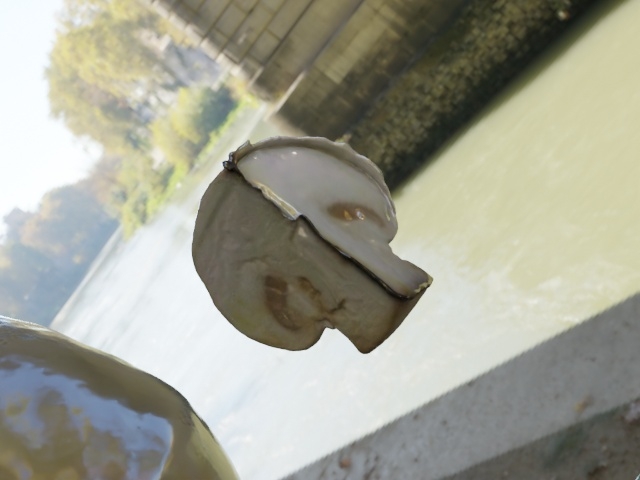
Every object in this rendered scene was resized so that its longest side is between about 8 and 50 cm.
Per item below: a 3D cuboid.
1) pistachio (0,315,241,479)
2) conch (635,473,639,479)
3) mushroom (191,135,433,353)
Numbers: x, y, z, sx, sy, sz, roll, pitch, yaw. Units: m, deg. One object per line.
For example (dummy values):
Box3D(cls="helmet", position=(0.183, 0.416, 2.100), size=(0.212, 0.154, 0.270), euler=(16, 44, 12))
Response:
Box3D(cls="pistachio", position=(-0.145, 0.128, 0.466), size=(0.288, 0.197, 0.166), euler=(15, 73, 40))
Box3D(cls="conch", position=(0.402, 0.310, 0.965), size=(0.200, 0.131, 0.172), euler=(-50, 19, -2))
Box3D(cls="mushroom", position=(-0.011, 0.008, 1.010), size=(0.173, 0.236, 0.162), euler=(-50, 2, 42))
